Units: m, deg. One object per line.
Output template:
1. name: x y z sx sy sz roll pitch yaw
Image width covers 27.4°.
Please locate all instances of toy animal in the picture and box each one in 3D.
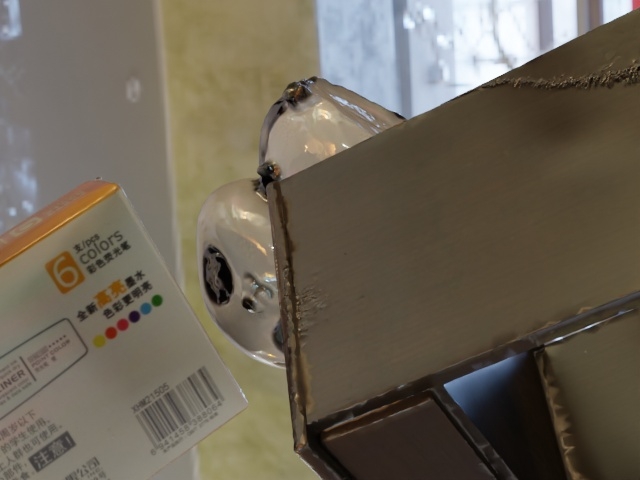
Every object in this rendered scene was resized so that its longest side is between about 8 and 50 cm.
1. toy animal: -0.001 -0.003 1.096 0.235 0.187 0.165 -56 -17 10

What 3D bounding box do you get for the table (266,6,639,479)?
1. table: 0.155 0.050 0.731 0.250 0.282 0.196 52 -159 -40

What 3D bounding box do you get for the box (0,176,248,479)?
1. box: -0.221 0.111 1.003 0.274 0.091 0.221 -33 -70 -19
